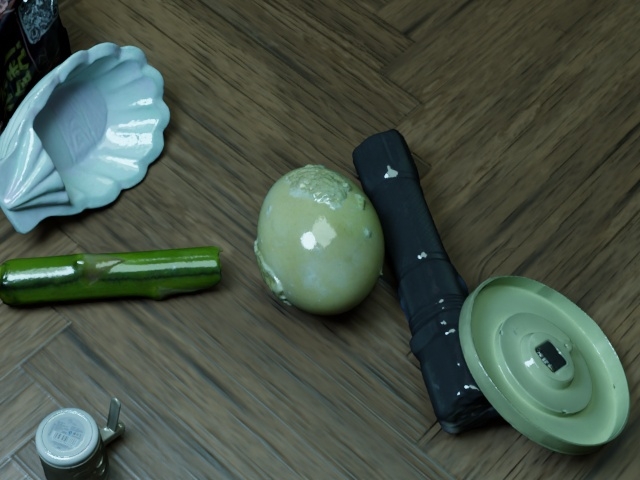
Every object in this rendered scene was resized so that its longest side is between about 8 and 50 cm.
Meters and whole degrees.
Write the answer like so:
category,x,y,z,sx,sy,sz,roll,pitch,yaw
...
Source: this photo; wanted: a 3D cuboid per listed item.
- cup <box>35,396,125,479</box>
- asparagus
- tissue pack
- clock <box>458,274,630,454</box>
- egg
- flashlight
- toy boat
category,x,y,z,sx,sy,sz,roll,pitch,yaw
cup,-0.263,0.232,1.313,0.102,0.099,0.074,-16,59,-13
asparagus,-0.261,0.043,1.464,0.278,0.067,0.060,-2,29,-9
tissue pack,-0.446,-0.208,1.513,0.123,0.245,0.332,19,58,8
clock,0.264,0.141,1.380,0.235,0.029,0.235,22,43,-22
egg,-0.003,0.000,1.451,0.164,0.164,0.201,-8,55,-8
flashlight,0.132,0.038,1.472,0.103,0.103,0.424,-10,56,-10
toy boat,-0.324,-0.136,1.526,0.100,0.199,0.290,6,41,40
